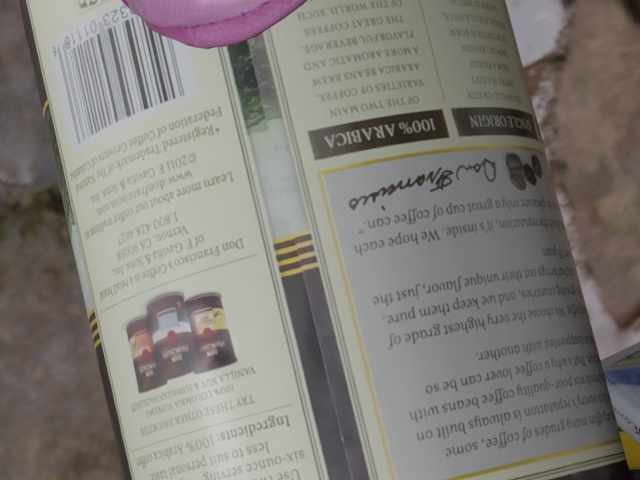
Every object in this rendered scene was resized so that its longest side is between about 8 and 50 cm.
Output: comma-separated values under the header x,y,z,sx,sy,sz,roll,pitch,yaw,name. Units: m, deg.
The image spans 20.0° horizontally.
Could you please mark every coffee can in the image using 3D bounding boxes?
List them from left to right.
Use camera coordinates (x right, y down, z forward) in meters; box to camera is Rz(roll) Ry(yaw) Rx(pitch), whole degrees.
x,y,z,sx,sy,sz,roll,pitch,yaw,name
0.000,0.000,0.739,0.201,0.201,0.275,-19,80,36,coffee can

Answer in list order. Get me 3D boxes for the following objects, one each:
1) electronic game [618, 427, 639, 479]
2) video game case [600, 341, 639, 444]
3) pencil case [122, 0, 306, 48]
x,y,z,sx,sy,sz,roll,pitch,yaw,name
0.209,0.226,1.147,0.048,0.229,0.229,-28,88,47,electronic game
0.363,0.079,0.993,0.300,0.329,0.036,43,153,56,video game case
-0.081,-0.166,0.351,0.124,0.124,0.284,-25,124,36,pencil case
